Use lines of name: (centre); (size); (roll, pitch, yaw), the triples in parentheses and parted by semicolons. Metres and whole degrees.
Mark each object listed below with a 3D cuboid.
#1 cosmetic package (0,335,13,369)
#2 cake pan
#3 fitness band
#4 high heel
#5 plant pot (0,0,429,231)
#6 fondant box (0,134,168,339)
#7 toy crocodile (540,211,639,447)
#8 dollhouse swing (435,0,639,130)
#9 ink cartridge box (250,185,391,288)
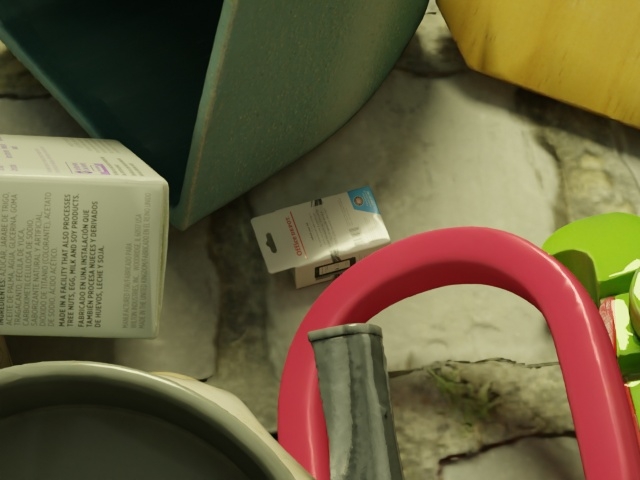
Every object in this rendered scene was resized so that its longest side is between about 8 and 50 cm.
cosmetic package: (-0.338, 0.124, 1.164); (0.296, 0.129, 0.153); (6, 58, 4)
cake pan: (-0.131, 0.211, 1.026); (0.293, 0.054, 0.293); (0, 81, 2)
fitness band: (0.081, 0.128, 1.152); (0.209, 0.054, 0.290); (-20, 57, 16)
high heel: (-0.061, 0.167, 1.129); (0.261, 0.093, 0.186); (-19, 69, 32)
plant pot: (-0.049, -0.207, 1.317); (0.252, 0.247, 0.248); (-26, 58, -33)
fondant box: (-0.269, -0.012, 1.154); (0.330, 0.238, 0.096); (3, 97, -12)
toy crocodile: (0.214, 0.121, 1.165); (0.105, 0.115, 0.340); (-12, 55, -1)
dollhouse swing: (0.289, -0.248, 1.438); (0.347, 0.305, 0.315); (20, 18, 14)
ink cartridge box: (0.000, 0.000, 1.298); (0.083, 0.028, 0.048); (-15, 57, -9)
